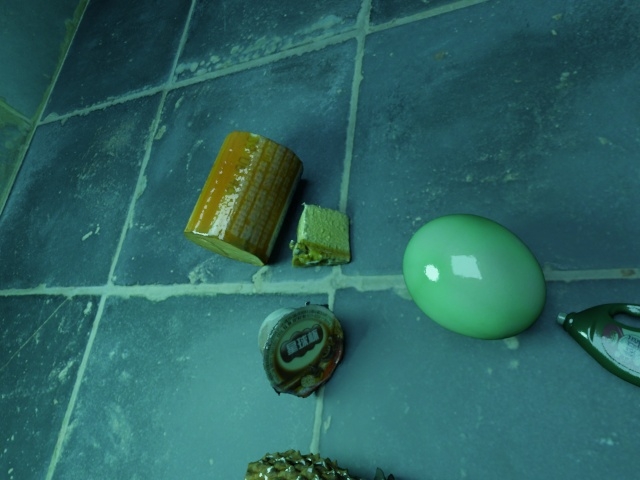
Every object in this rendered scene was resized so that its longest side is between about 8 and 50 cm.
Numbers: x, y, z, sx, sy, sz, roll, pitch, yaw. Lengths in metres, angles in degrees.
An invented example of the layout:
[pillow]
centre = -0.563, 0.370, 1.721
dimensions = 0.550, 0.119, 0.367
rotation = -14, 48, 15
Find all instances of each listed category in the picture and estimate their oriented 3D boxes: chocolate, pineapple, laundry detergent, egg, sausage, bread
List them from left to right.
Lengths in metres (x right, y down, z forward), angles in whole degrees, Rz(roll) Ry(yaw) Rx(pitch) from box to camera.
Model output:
[sausage]
centre = -0.194, -0.103, 1.220
dimensions = 0.233, 0.233, 0.287
rotation = 12, 75, 32
[chocolate]
centre = -0.060, 0.228, 1.045
dimensions = 0.221, 0.221, 0.147
rotation = -61, 27, -9
[bread]
centre = 0.000, 0.000, 1.167
dimensions = 0.152, 0.127, 0.147
rotation = 8, 64, -5
[pineapple]
centre = 0.035, 0.489, 0.839
dimensions = 0.357, 0.223, 0.223
rotation = -10, 62, 14
[egg]
centre = 0.284, 0.066, 0.885
dimensions = 0.269, 0.220, 0.220
rotation = 30, 83, 33
[laundry detergent]
centre = 0.524, 0.167, 0.810
dimensions = 0.210, 0.063, 0.137
rotation = 25, 78, 37
